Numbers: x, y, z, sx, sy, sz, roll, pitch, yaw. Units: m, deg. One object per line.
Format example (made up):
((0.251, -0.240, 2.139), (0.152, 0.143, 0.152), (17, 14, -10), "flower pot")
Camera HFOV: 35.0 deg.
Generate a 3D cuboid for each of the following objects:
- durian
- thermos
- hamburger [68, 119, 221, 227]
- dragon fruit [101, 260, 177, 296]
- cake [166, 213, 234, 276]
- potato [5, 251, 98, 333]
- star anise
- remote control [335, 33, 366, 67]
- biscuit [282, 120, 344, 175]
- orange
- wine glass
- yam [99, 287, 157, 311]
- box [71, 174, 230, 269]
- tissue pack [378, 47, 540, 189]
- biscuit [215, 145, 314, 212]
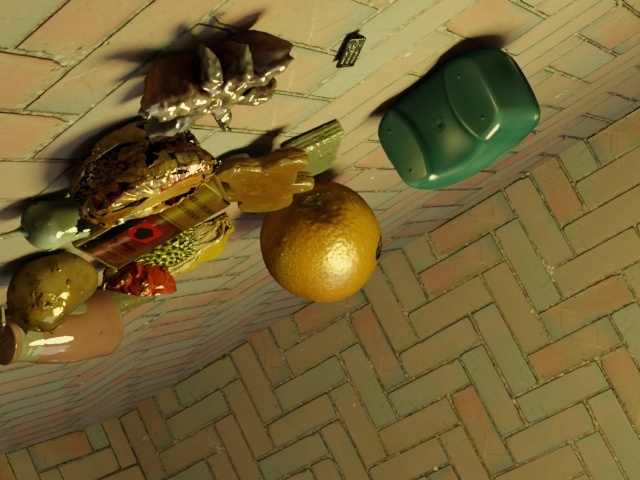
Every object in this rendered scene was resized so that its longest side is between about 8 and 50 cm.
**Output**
((-0.314, 0.011, 1.997), (0.100, 0.086, 0.215), (-18, 180, 45), "durian")
((-0.541, 0.180, 2.075), (0.176, 0.146, 0.265), (-43, 160, 30), "thermos")
((-0.263, -0.098, 1.513), (0.231, 0.107, 0.231), (-29, 173, -4), "hamburger")
((-0.372, 0.065, 2.013), (0.162, 0.083, 0.106), (12, -169, 18), "dragon fruit")
((-0.256, 0.012, 2.133), (0.185, 0.079, 0.116), (-16, 168, -31), "cake")
((-0.482, 0.086, 1.814), (0.137, 0.137, 0.176), (-34, -171, 34), "potato")
((-0.149, -0.199, 1.328), (0.229, 0.093, 0.236), (-34, 169, 30), "star anise")
((0.045, -0.292, 1.565), (0.034, 0.016, 0.091), (-7, 164, -15), "remote control")
((-0.021, -0.163, 1.965), (0.121, 0.040, 0.199), (-27, 169, -12), "biscuit")
((0.000, 0.000, 2.199), (0.274, 0.274, 0.274), (-26, 169, -5), "orange")
((-0.446, -0.014, 1.528), (0.195, 0.079, 0.079), (-19, 167, -37), "wine glass")
((-0.436, 0.123, 2.254), (0.068, 0.068, 0.169), (-34, 175, 32), "yam")
((-0.289, -0.050, 1.705), (0.240, 0.071, 0.159), (-28, 160, 7), "box")
((0.273, -0.228, 1.933), (0.206, 0.198, 0.287), (-13, 160, -47), "tissue pack")
((-0.110, -0.110, 1.900), (0.197, 0.049, 0.301), (-5, 166, 0), "biscuit")
